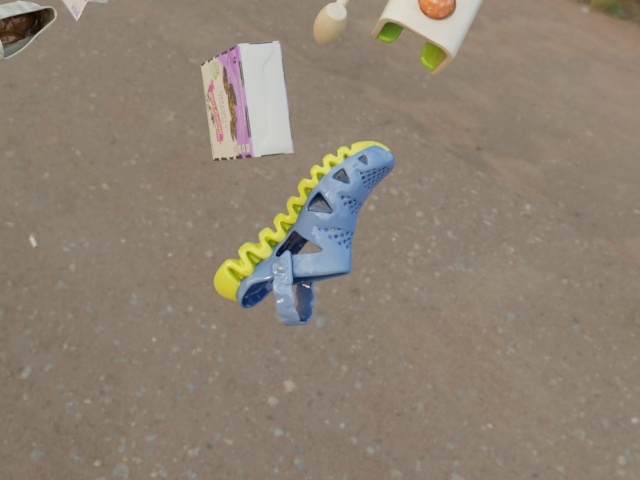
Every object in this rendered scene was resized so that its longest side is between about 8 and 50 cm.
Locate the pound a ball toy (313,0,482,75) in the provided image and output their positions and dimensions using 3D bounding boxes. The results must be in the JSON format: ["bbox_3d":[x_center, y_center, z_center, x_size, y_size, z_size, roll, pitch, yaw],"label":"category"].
[{"bbox_3d":[0.152,-0.407,1.142,0.208,0.319,0.136,29,-11,-6],"label":"pound a ball toy"}]

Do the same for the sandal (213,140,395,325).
[{"bbox_3d":[0.000,0.000,1.059,0.138,0.317,0.126,46,14,21],"label":"sandal"}]

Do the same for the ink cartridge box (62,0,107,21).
[{"bbox_3d":[-0.453,-0.556,1.499,0.045,0.208,0.206,15,26,-43],"label":"ink cartridge box"}]

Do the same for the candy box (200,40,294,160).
[{"bbox_3d":[-0.118,-0.210,1.178,0.070,0.164,0.196,-11,8,-24],"label":"candy box"}]

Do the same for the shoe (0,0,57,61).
[{"bbox_3d":[-0.465,-0.301,1.085,0.058,0.076,0.219,7,34,19],"label":"shoe"}]
